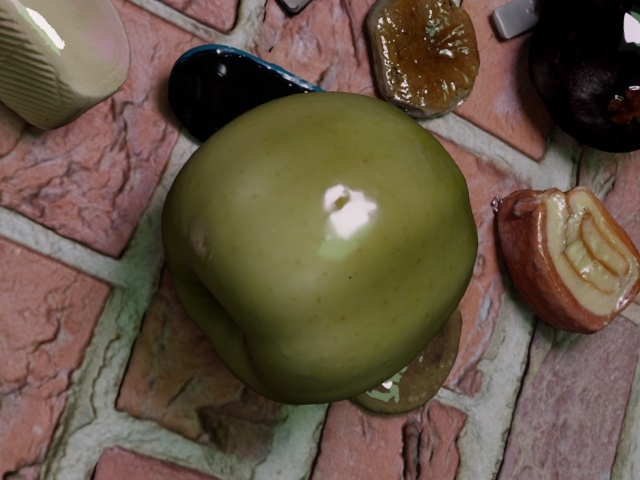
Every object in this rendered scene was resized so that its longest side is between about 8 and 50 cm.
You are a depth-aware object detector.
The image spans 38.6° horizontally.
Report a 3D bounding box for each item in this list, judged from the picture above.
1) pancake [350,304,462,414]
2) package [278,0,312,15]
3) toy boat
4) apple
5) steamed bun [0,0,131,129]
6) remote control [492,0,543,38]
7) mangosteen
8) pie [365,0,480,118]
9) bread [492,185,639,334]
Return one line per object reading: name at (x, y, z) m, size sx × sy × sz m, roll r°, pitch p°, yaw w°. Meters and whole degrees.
pancake at (0.095, 0.112, 1.228) m, size 0.242 × 0.050 × 0.242 m, roll 3°, pitch 82°, yaw -25°
package at (-0.058, -0.429, 1.178) m, size 0.154 × 0.030 × 0.239 m, roll -39°, pitch 107°, yaw 16°
toy boat at (-0.050, -0.166, 1.169) m, size 0.299 × 0.134 × 0.092 m, roll 25°, pitch 38°, yaw -19°
apple at (0.000, 0.000, 1.029) m, size 0.357 × 0.357 × 0.357 m, roll 3°, pitch 83°, yaw -25°
steamed bun at (-0.317, -0.249, 1.009) m, size 0.238 × 0.170 × 0.152 m, roll 50°, pitch 52°, yaw -15°
remote control at (0.331, -0.358, 1.408) m, size 0.184 × 0.027 × 0.050 m, roll -29°, pitch 99°, yaw -30°
mangosteen at (0.434, -0.287, 1.343) m, size 0.275 × 0.275 × 0.302 m, roll 24°, pitch 40°, yaw -22°
pie at (0.149, -0.271, 1.298) m, size 0.195 × 0.046 × 0.195 m, roll 3°, pitch 83°, yaw -27°
bread at (0.357, 0.020, 1.326) m, size 0.244 × 0.123 × 0.190 m, roll 45°, pitch 69°, yaw -13°
